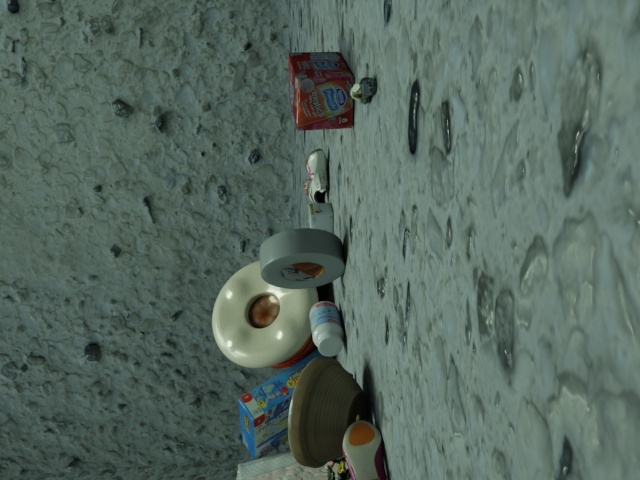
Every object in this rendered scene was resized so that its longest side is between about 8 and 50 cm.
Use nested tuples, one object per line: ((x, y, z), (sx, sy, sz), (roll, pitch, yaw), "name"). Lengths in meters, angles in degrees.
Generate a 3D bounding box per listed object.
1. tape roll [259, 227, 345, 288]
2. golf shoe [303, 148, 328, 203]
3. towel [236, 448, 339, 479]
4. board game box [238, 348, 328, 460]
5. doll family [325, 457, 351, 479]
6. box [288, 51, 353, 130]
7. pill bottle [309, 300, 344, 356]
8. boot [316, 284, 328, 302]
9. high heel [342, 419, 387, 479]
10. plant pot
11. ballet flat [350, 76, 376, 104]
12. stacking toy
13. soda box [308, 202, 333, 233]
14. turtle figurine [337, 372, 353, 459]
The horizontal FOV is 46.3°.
((-0.048, 0.050, 1.931), (0.219, 0.219, 0.072), (98, 168, -63), "tape roll")
((-0.001, -0.186, 2.197), (0.086, 0.067, 0.186), (49, 151, 35), "golf shoe")
((-0.094, 0.712, 2.210), (0.317, 0.331, 0.054), (-111, 6, -76), "towel")
((-0.102, 0.515, 2.332), (0.086, 0.301, 0.308), (48, 154, 29), "board game box")
((0.052, 0.573, 1.952), (0.111, 0.075, 0.193), (-97, 7, -80), "doll family")
((-0.004, -0.348, 1.720), (0.257, 0.128, 0.123), (-105, 13, -63), "box")
((0.018, 0.242, 2.038), (0.160, 0.087, 0.087), (-103, 12, -61), "pill bottle")
((-0.006, 0.114, 2.447), (0.106, 0.082, 0.219), (35, -145, -63), "boot")
((0.098, 0.461, 1.458), (0.244, 0.082, 0.117), (-114, 12, -64), "high heel")
((0.033, 0.374, 1.606), (0.237, 0.109, 0.238), (-13, -75, -63), "plant pot")
((0.076, -0.279, 1.389), (0.114, 0.041, 0.041), (156, 111, -85), "ballet flat")
((-0.100, 0.297, 2.419), (0.480, 0.350, 0.351), (49, -150, -57), "stacking toy")
((0.000, 0.000, 2.194), (0.074, 0.069, 0.216), (-102, 11, -59), "soda box")
((0.035, 0.445, 1.831), (0.175, 0.118, 0.234), (136, 148, -64), "turtle figurine")
